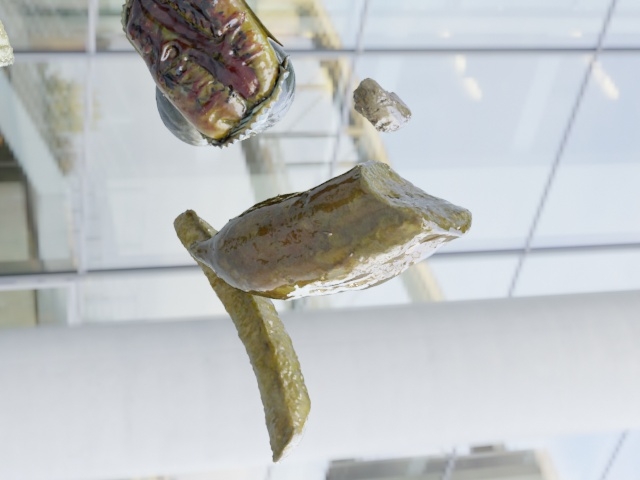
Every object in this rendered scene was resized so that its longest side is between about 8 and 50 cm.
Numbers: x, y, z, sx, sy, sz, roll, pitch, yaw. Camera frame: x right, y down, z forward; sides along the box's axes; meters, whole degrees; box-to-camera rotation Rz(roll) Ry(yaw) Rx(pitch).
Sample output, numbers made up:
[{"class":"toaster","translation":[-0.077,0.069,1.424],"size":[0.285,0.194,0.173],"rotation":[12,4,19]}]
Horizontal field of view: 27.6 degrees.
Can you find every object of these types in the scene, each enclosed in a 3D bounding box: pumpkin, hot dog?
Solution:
[{"class":"pumpkin","translation":[-0.144,-0.226,1.989],"size":[0.223,0.224,0.157],"rotation":[136,-63,-70]},{"class":"hot dog","translation":[-0.150,-0.242,1.614],"size":[0.162,0.082,0.270],"rotation":[-44,-106,21]}]

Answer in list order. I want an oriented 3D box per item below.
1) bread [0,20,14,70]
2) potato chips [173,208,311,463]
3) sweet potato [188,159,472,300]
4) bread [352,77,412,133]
[{"class":"bread","translation":[-0.430,-0.215,1.419],"size":[0.160,0.140,0.169],"rotation":[-41,-108,51]},{"class":"potato chips","translation":[-0.093,0.112,1.715],"size":[0.057,0.080,0.407],"rotation":[-51,-130,31]},{"class":"sweet potato","translation":[0.000,0.000,1.623],"size":[0.370,0.158,0.157],"rotation":[-20,-114,27]},{"class":"bread","translation":[0.099,-0.205,2.053],"size":[0.060,0.113,0.082],"rotation":[-46,-122,12]}]
